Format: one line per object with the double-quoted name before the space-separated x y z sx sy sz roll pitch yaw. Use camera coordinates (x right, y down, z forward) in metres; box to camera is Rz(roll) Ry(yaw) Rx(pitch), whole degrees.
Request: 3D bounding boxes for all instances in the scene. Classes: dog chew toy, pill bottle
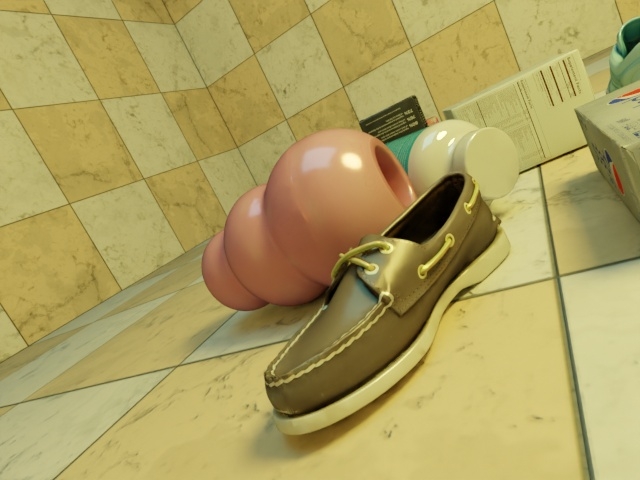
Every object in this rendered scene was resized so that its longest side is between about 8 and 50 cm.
"dog chew toy" -0.035 -0.004 0.595 0.331 0.207 0.206 -30 7 28
"pill bottle" 0.165 -0.096 0.659 0.146 0.146 0.264 -30 11 -20

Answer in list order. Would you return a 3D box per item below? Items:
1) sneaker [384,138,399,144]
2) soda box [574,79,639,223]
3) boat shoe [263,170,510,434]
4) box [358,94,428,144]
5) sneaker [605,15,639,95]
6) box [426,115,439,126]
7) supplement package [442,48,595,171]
"sneaker" 0.066 -0.114 0.924 0.447 0.169 0.257 -24 9 0
"soda box" 0.327 -0.095 0.413 0.098 0.091 0.286 -22 11 29
"boat shoe" 0.066 0.034 0.397 0.324 0.097 0.116 -34 13 -34
"box" 0.218 -0.256 1.142 0.153 0.207 0.108 -21 12 23
"sneaker" 0.548 -0.299 0.708 0.135 0.150 0.366 -20 12 28
"box" 0.252 -0.265 1.326 0.256 0.128 0.122 -29 11 -8
"supplement package" 0.352 -0.217 0.783 0.203 0.149 0.194 -23 11 17
